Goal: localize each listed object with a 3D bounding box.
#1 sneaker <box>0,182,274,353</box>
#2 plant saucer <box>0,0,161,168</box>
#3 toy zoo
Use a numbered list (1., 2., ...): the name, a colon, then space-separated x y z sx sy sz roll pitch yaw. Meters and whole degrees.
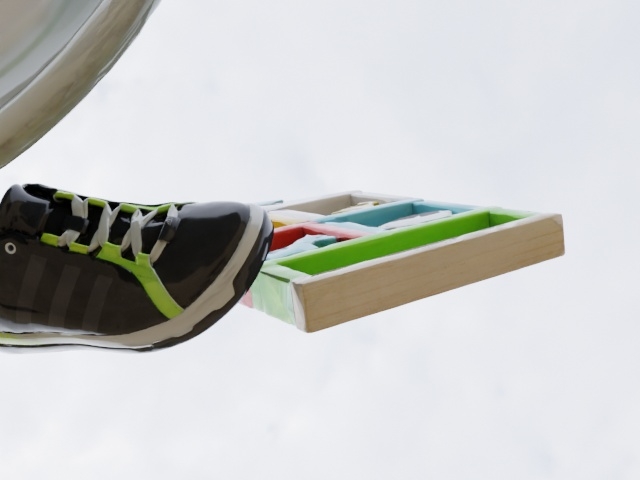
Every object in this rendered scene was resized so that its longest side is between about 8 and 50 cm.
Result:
1. sneaker: -0.143 0.011 0.502 0.235 0.084 0.097 -14 -48 24
2. plant saucer: -0.215 -0.189 0.500 0.401 0.100 0.400 -5 -105 19
3. toy zoo: 0.000 0.000 0.632 0.192 0.293 0.030 -14 -77 -29
